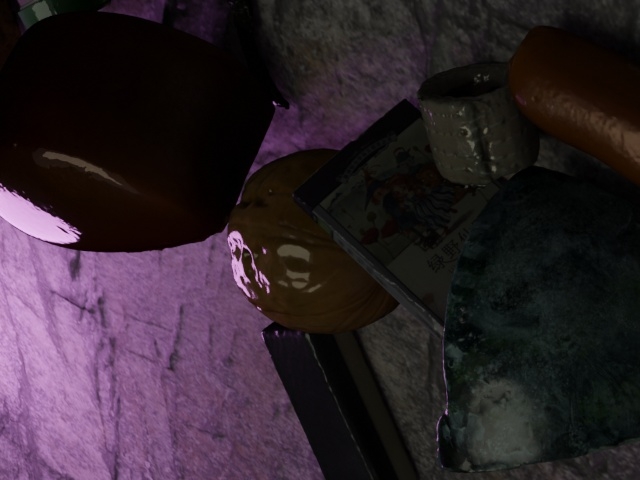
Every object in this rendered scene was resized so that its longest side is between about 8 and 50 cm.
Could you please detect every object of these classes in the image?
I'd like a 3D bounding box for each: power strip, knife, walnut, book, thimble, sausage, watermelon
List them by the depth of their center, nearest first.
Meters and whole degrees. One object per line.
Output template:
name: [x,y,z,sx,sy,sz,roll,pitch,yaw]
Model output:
sausage: [0.257,-0.109,1.532,0.238,0.098,0.098,35,141,30]
watermelon: [0.229,0.073,1.635,0.289,0.320,0.214,68,-172,17]
thimble: [0.148,-0.109,1.661,0.115,0.102,0.090,-108,2,-68]
book: [0.105,-0.020,1.745,0.231,0.157,0.026,44,165,21]
walnut: [0.000,0.000,1.880,0.221,0.195,0.195,6,121,57]
knife: [-0.082,-0.243,1.936,0.045,0.021,0.222,11,129,50]
power strip: [0.022,0.194,2.117,0.105,0.070,0.257,-5,114,52]

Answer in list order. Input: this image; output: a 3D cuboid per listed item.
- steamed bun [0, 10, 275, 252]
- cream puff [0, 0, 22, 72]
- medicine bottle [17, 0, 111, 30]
steamed bun: [-0.252,-0.120,2.003,0.248,0.235,0.379,31,161,-29]
cream puff: [-0.513,-0.269,2.297,0.327,0.231,0.343,40,150,35]
medicine bottle: [-0.350,-0.377,2.080,0.133,0.133,0.274,-10,107,56]
